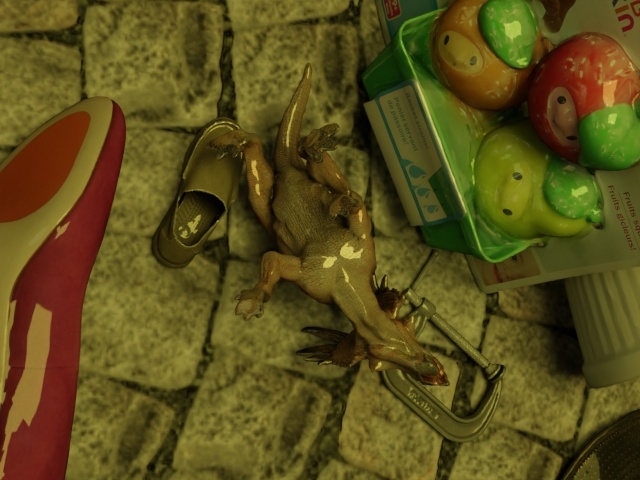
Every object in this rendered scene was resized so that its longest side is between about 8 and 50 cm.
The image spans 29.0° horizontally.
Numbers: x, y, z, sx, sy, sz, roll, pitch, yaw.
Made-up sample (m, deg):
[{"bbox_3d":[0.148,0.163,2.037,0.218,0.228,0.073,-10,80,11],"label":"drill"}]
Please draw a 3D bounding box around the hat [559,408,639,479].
[{"bbox_3d":[0.386,0.336,1.256,0.331,0.134,0.331,3,84,-25],"label":"hat"}]

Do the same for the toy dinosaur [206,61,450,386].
[{"bbox_3d":[0.000,0.000,1.105,0.127,0.200,0.296,-22,63,11],"label":"toy dinosaur"}]

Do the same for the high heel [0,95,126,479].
[{"bbox_3d":[-0.227,0.069,1.024,0.181,0.127,0.377,49,59,-45],"label":"high heel"}]

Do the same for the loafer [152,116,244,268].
[{"bbox_3d":[-0.100,-0.044,1.103,0.056,0.050,0.148,25,74,-22],"label":"loafer"}]

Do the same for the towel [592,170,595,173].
[{"bbox_3d":[0.249,-0.275,1.307,0.370,0.040,0.271,42,69,-17],"label":"towel"}]

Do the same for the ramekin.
[{"bbox_3d":[0.367,0.036,1.213,0.272,0.273,0.127,-19,82,-26],"label":"ramekin"}]

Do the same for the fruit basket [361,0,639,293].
[{"bbox_3d":[0.189,-0.116,1.085,0.165,0.353,0.327,-24,96,-27],"label":"fruit basket"}]

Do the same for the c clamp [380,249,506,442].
[{"bbox_3d":[0.126,0.112,1.213,0.161,0.022,0.137,48,67,-14],"label":"c clamp"}]
